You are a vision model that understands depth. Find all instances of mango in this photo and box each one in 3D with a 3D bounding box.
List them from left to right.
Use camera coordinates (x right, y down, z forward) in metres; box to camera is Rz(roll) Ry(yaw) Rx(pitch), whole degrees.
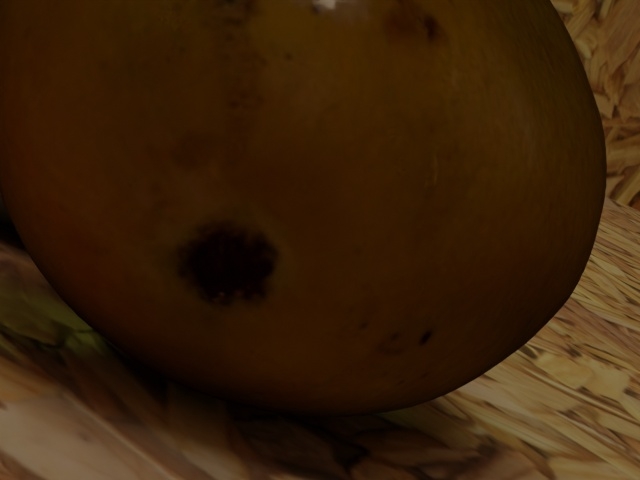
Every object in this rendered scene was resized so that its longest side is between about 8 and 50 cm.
[{"bbox_3d":[0.010,-0.065,0.997,0.300,0.232,0.445,61,25,6],"label":"mango"}]

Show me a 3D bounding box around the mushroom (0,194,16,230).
[{"bbox_3d":[-0.159,-0.052,1.098,0.270,0.103,0.118,15,8,-22],"label":"mushroom"}]
